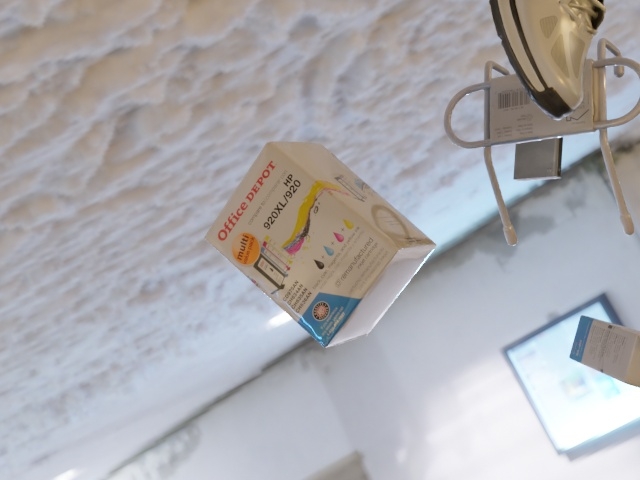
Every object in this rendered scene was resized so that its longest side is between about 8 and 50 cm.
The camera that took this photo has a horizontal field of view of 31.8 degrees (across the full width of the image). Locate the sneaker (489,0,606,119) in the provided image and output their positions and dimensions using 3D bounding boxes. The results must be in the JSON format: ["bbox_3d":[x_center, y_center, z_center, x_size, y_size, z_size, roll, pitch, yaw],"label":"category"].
[{"bbox_3d":[0.389,-0.407,1.638,0.257,0.448,0.169,-18,151,30],"label":"sneaker"}]

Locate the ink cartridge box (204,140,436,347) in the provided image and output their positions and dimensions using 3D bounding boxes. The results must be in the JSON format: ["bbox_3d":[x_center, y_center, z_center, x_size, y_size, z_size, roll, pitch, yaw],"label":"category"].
[{"bbox_3d":[0.000,0.000,1.528,0.171,0.232,0.168,-54,162,16],"label":"ink cartridge box"}]

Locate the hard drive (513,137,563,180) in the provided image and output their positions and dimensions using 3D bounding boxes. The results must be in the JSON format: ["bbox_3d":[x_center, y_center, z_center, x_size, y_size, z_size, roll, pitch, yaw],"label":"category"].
[{"bbox_3d":[0.403,-0.180,2.071,0.094,0.135,0.022,-2,169,45],"label":"hard drive"}]

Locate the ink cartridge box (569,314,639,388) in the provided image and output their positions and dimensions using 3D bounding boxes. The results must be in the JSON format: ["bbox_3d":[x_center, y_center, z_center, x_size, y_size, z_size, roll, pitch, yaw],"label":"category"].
[{"bbox_3d":[0.385,0.143,1.334,0.104,0.060,0.180,17,-178,-14],"label":"ink cartridge box"}]

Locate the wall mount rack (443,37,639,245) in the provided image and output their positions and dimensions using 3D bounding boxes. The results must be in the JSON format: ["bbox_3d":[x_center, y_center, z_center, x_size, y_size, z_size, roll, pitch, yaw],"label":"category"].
[{"bbox_3d":[0.380,-0.159,1.823,0.350,0.304,0.130,-6,166,34],"label":"wall mount rack"}]
